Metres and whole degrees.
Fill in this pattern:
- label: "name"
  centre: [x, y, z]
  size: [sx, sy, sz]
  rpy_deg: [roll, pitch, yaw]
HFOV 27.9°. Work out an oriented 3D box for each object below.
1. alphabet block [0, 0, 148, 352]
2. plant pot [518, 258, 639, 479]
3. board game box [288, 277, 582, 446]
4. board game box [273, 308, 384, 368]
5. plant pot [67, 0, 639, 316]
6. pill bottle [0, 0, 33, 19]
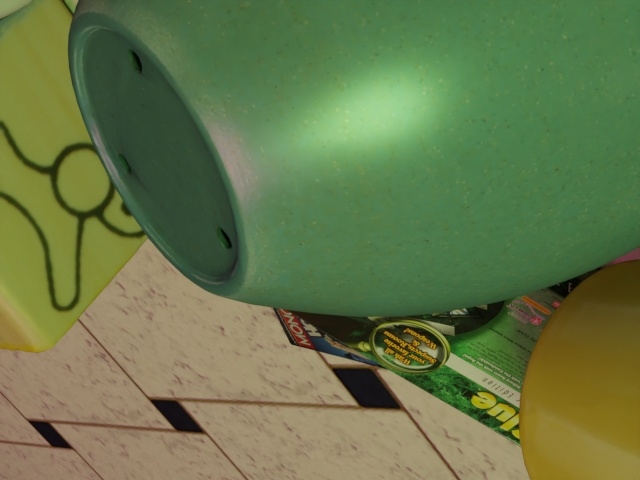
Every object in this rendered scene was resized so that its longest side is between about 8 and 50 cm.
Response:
- label: "alphabet block"
  centre: [-0.253, -0.052, 0.962]
  size: [0.193, 0.192, 0.197]
  rpy_deg: [2, 133, 46]
- label: "plant pot"
  centre: [0.237, 0.107, 0.650]
  size: [0.254, 0.254, 0.239]
  rpy_deg: [54, 159, -26]
- label: "board game box"
  centre: [0.080, 0.042, 0.812]
  size: [0.260, 0.030, 0.136]
  rpy_deg: [32, 131, -18]
- label: "board game box"
  centre: [0.000, 0.000, 0.900]
  size: [0.194, 0.060, 0.194]
  rpy_deg: [13, 141, 35]
- label: "plant pot"
  centre: [0.006, -0.079, 0.576]
  size: [0.290, 0.195, 0.290]
  rpy_deg: [43, 152, 30]
- label: "pill bottle"
  centre: [-0.311, -0.202, 0.821]
  size: [0.334, 0.188, 0.188]
  rpy_deg: [-5, 130, 48]
